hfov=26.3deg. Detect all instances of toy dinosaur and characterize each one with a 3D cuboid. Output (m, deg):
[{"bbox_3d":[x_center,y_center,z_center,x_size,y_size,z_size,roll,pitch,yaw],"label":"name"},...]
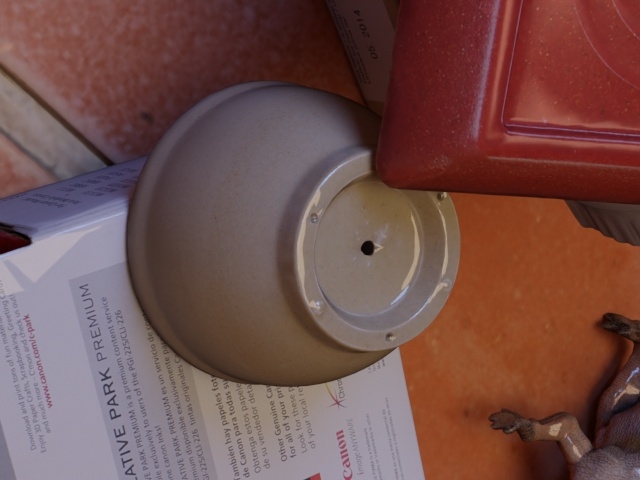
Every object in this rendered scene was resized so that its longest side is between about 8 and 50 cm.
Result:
[{"bbox_3d":[0.232,0.184,1.017,0.296,0.127,0.200,-36,126,-43],"label":"toy dinosaur"}]

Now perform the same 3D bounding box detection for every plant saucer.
[{"bbox_3d":[0.169,-0.136,0.622,0.259,0.048,0.259,3,105,-20],"label":"plant saucer"}]

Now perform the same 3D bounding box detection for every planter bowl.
[{"bbox_3d":[0.000,0.000,0.683,0.162,0.109,0.162,-3,96,-32],"label":"planter bowl"}]

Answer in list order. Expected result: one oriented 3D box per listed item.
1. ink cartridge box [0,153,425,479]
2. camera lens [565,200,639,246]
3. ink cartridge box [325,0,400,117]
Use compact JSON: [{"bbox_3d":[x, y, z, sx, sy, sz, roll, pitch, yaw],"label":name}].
[{"bbox_3d":[-0.091,0.116,0.779,0.272,0.130,0.309,-19,106,-30],"label":"ink cartridge box"},{"bbox_3d":[0.186,-0.162,0.767,0.219,0.219,0.274,-41,116,-22],"label":"camera lens"},{"bbox_3d":[0.087,-0.211,0.881,0.193,0.088,0.234,-33,114,-25],"label":"ink cartridge box"}]
